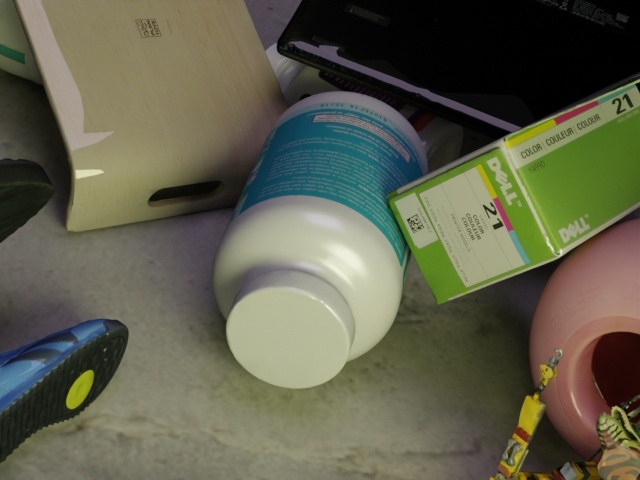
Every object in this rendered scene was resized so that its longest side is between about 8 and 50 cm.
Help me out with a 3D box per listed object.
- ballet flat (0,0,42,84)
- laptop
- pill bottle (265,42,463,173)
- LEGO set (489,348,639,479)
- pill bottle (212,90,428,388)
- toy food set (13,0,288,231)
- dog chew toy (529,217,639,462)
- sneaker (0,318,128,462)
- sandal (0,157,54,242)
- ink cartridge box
[{"bbox_3d":[-0.244,-0.289,1.434,0.139,0.139,0.400,18,38,2],"label":"ballet flat"},{"bbox_3d":[0.182,-0.162,1.403,0.382,0.236,0.408,22,48,5],"label":"laptop"},{"bbox_3d":[0.026,-0.108,1.299,0.193,0.108,0.108,32,38,20],"label":"pill bottle"},{"bbox_3d":[0.204,0.154,0.836,0.192,0.331,0.255,8,46,-42],"label":"LEGO set"},{"bbox_3d":[0.000,0.000,1.106,0.146,0.146,0.264,17,34,1],"label":"pill bottle"},{"bbox_3d":[-0.170,-0.164,1.245,0.220,0.092,0.306,-11,68,-34],"label":"toy food set"},{"bbox_3d":[0.302,0.063,1.110,0.207,0.206,0.332,32,30,21],"label":"dog chew toy"},{"bbox_3d":[-0.216,0.097,0.953,0.082,0.069,0.209,27,36,22],"label":"sneaker"},{"bbox_3d":[-0.343,0.078,0.884,0.446,0.167,0.107,-32,82,-38],"label":"sandal"},{"bbox_3d":[0.204,-0.058,1.028,0.189,0.255,0.097,-26,91,-44],"label":"ink cartridge box"}]
